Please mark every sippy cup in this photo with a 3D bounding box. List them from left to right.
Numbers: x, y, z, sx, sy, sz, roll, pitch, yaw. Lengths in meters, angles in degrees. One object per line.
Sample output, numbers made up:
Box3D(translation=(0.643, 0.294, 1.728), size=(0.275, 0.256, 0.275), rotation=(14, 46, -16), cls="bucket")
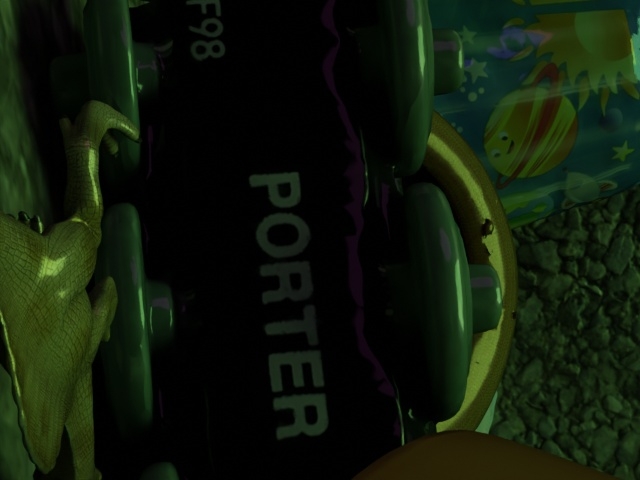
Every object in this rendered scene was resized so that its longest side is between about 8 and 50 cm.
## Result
Box3D(translation=(0.096, -0.099, 1.231), size=(0.305, 0.224, 0.240), rotation=(-129, -150, -77), cls="sippy cup")

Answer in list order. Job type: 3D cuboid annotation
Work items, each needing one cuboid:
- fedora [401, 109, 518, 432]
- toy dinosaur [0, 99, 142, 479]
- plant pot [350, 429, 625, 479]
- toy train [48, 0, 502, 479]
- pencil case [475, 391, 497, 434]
Box3D(translation=(-0.002, 0.023, 0.835), size=(0.079, 0.194, 0.194), rotation=(-14, -96, 56), cls="fedora")
Box3D(translation=(-0.072, 0.007, 0.453), size=(0.183, 0.053, 0.092), rotation=(73, 11, -55), cls="toy dinosaur")
Box3D(translation=(0.086, 0.203, 0.393), size=(0.291, 0.203, 0.291), rotation=(-36, 132, -54), cls="plant pot")
Box3D(translation=(-0.014, 0.048, 0.638), size=(0.190, 0.142, 0.334), rotation=(97, -14, -64), cls="toy train")
Box3D(translation=(0.056, 0.143, 1.180), size=(0.273, 0.124, 0.113), rotation=(-88, 167, -67), cls="pencil case")
